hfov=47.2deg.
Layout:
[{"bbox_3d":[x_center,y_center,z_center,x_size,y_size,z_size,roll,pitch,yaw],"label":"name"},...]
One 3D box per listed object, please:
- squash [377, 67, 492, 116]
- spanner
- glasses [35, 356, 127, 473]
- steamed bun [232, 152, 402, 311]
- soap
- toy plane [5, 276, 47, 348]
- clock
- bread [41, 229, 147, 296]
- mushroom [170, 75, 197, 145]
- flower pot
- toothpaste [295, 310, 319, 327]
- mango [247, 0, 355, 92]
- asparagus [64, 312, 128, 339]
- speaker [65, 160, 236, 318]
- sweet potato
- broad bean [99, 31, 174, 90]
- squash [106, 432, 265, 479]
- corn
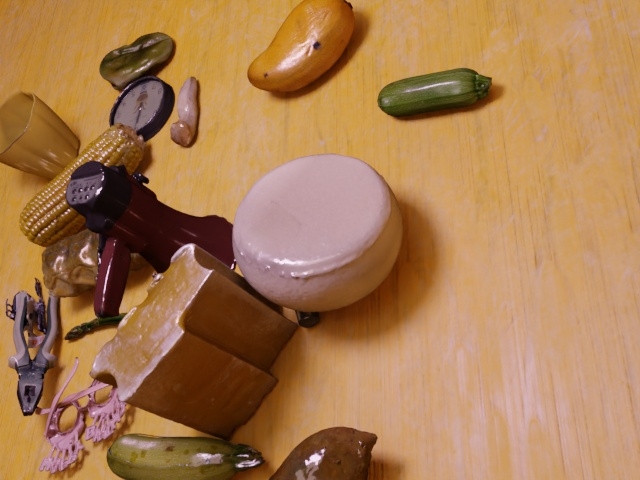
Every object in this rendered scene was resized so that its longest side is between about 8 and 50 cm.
[{"bbox_3d":[0.198,-0.264,1.310,0.219,0.077,0.068,-3,72,30],"label":"squash"},{"bbox_3d":[-0.603,0.230,1.544,0.324,0.096,0.040,-107,27,-45],"label":"spanner"},{"bbox_3d":[-0.469,0.335,1.411,0.255,0.095,0.162,-39,50,13],"label":"glasses"},{"bbox_3d":[0.000,0.000,1.218,0.283,0.177,0.283,-9,50,11],"label":"steamed bun"},{"bbox_3d":[-0.188,0.171,1.191,0.143,0.281,0.259,31,84,38],"label":"soap"},{"bbox_3d":[-0.662,0.171,1.659,0.078,0.053,0.197,-27,47,-4],"label":"toy plane"},{"bbox_3d":[-0.439,-0.321,1.790,0.185,0.040,0.184,-16,57,26],"label":"clock"},{"bbox_3d":[-0.470,0.030,1.560,0.268,0.130,0.152,-21,46,23],"label":"bread"},{"bbox_3d":[-0.312,-0.305,1.692,0.059,0.054,0.202,-19,51,26],"label":"mushroom"},{"bbox_3d":[-0.719,-0.250,1.846,0.195,0.179,0.195,-17,55,27],"label":"flower pot"},{"bbox_3d":[-0.043,0.049,1.321,0.062,0.039,0.239,-23,52,10],"label":"toothpaste"},{"bbox_3d":[-0.035,-0.401,1.523,0.262,0.109,0.157,-42,59,14],"label":"mango"},{"bbox_3d":[-0.450,0.174,1.530,0.236,0.027,0.034,-15,70,27],"label":"asparagus"},{"bbox_3d":[-0.340,0.016,1.364,0.198,0.329,0.259,21,84,39],"label":"speaker"},{"bbox_3d":[-0.060,0.437,1.069,0.130,0.130,0.422,37,95,41],"label":"sweet potato"},{"bbox_3d":[-0.471,-0.458,1.866,0.207,0.072,0.153,-21,54,23],"label":"broad bean"},{"bbox_3d":[-0.240,0.377,1.237,0.341,0.094,0.094,-7,62,31],"label":"squash"},{"bbox_3d":[-0.544,-0.126,1.693,0.344,0.131,0.131,-42,50,7],"label":"corn"}]
